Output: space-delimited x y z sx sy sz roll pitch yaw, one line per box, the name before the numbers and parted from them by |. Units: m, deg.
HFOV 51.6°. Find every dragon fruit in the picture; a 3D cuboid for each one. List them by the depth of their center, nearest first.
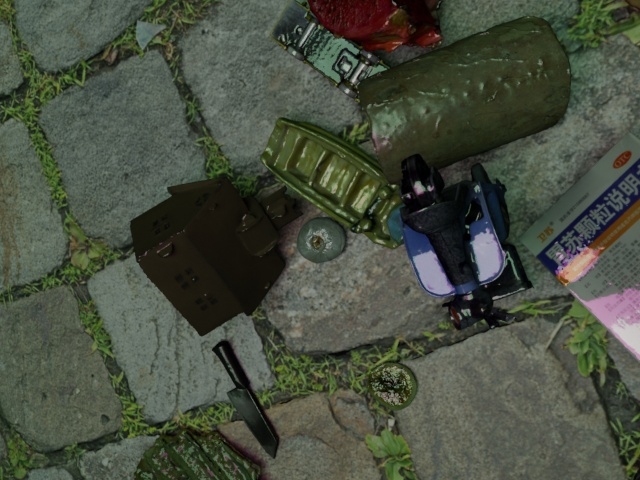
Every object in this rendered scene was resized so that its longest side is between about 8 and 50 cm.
dragon fruit | 0.081 -0.338 0.949 0.126 0.161 0.274 -44 53 35

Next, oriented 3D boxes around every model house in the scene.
model house | -0.152 -0.014 1.069 0.243 0.204 0.211 -31 130 -1

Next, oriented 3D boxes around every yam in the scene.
yam | 0.188 -0.189 0.909 0.267 0.161 0.161 -21 90 3

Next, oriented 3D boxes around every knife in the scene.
knife | -0.135 0.288 1.181 0.060 0.028 0.231 -30 90 33

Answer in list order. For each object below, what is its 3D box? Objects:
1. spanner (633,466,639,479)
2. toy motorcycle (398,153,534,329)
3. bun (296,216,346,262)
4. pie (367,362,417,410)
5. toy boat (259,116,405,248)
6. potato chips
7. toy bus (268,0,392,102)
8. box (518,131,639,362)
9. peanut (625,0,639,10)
spanner | 0.531 0.213 0.892 0.040 0.095 0.325 35 106 11
toy motorcycle | 0.190 0.003 0.853 0.125 0.358 0.213 -23 80 22
bun | 0.000 0.000 1.080 0.083 0.045 0.084 3 102 16
pie | 0.116 0.237 1.082 0.083 0.021 0.084 3 98 19
toy boat | 0.039 -0.092 1.039 0.276 0.084 0.111 34 109 16
potato chips | -0.197 0.558 1.212 0.358 0.070 0.429 -45 82 17
toy bus | 0.032 -0.281 1.017 0.226 0.074 0.081 37 108 11
box | 0.439 0.037 0.855 0.200 0.106 0.299 -48 62 19
peanut | 0.450 -0.364 0.838 0.140 0.109 0.159 24 102 24
